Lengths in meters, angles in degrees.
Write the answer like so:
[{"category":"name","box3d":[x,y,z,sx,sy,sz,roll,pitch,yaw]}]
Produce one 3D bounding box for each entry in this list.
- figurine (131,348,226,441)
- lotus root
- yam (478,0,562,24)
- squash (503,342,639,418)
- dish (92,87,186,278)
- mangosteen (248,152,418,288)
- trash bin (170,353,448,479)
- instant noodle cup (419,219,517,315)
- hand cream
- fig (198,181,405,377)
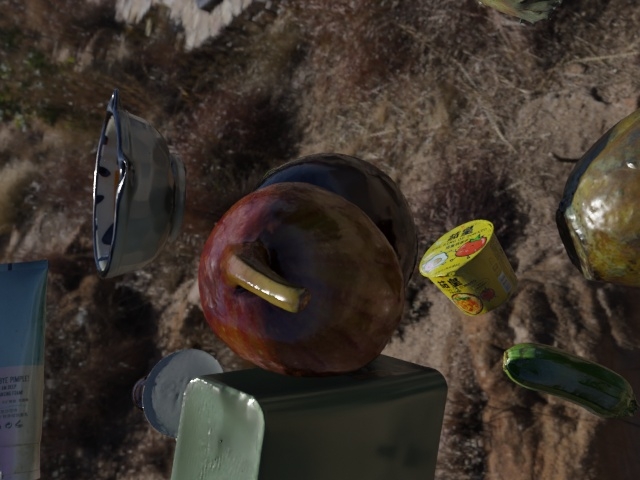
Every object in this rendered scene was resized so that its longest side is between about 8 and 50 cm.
[{"category":"figurine","box3d":[-0.167,0.249,0.953,0.176,0.236,0.133,9,66,19]},{"category":"lotus root","box3d":[0.479,-0.075,0.844,0.346,0.250,0.250,-33,49,9]},{"category":"yam","box3d":[0.072,-0.260,0.464,0.154,0.254,0.154,-163,90,-80]},{"category":"squash","box3d":[0.375,0.207,0.968,0.068,0.219,0.077,-89,23,-74]},{"category":"dish","box3d":[-0.293,-0.076,1.062,0.303,0.120,0.303,-13,75,62]},{"category":"mangosteen","box3d":[0.000,0.000,1.100,0.359,0.306,0.306,-137,62,-70]},{"category":"trash bin","box3d":[-0.002,0.263,0.799,0.158,0.343,0.223,9,90,38]},{"category":"instant noodle cup","box3d":[0.327,0.067,1.398,0.182,0.144,0.182,-35,17,12]},{"category":"hand cream","box3d":[-0.446,0.184,0.936,0.070,0.111,0.312,125,140,-72]},{"category":"fig","box3d":[-0.032,0.027,0.526,0.175,0.207,0.175,-7,75,27]}]
